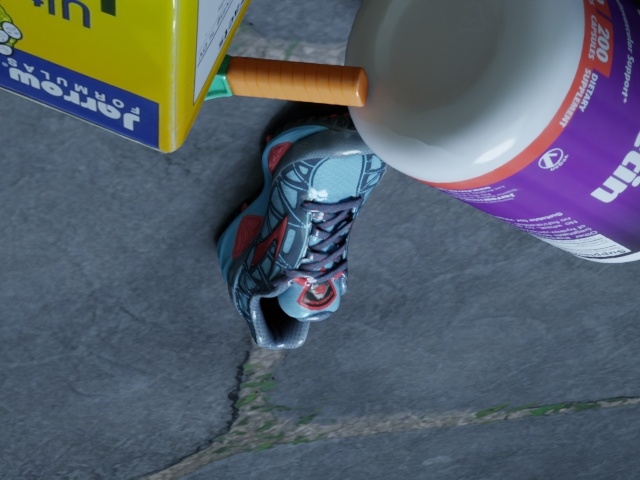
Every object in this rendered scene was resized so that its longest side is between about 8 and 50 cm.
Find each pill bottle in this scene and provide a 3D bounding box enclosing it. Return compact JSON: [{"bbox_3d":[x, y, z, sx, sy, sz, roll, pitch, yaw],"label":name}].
[{"bbox_3d":[0.175,-0.092,1.306,0.181,0.181,0.323,-31,148,29],"label":"pill bottle"}]

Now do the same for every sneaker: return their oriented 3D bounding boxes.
[{"bbox_3d":[0.000,0.000,1.457,0.104,0.125,0.262,-2,150,-21],"label":"sneaker"}]

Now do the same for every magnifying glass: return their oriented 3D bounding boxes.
[{"bbox_3d":[-0.082,-0.111,1.229,0.231,0.026,0.092,5,150,16],"label":"magnifying glass"}]

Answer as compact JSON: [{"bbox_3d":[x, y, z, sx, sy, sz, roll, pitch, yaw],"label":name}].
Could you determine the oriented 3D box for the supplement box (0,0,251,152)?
[{"bbox_3d":[-0.111,-0.234,0.832,0.195,0.194,0.356,22,152,6],"label":"supplement box"}]
